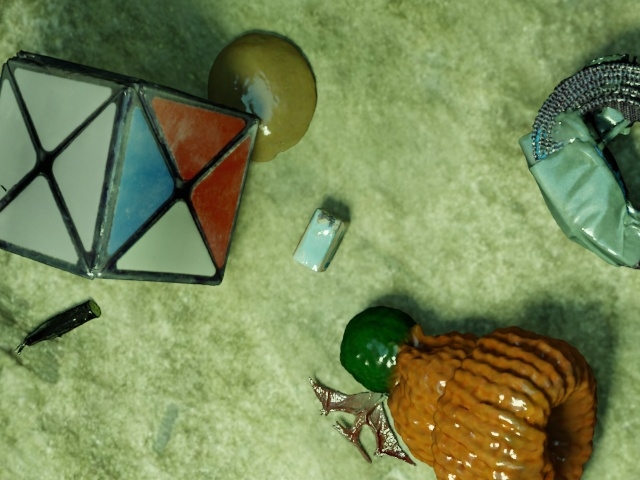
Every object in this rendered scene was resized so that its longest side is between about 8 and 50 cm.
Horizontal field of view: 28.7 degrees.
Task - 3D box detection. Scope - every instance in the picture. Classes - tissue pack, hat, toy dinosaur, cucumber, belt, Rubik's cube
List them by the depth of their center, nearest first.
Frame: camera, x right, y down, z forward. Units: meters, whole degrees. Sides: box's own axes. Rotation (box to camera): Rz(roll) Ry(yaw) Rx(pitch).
[{"bbox_3d":[0.454,-0.106,1.841,0.260,0.122,0.325,-32,83,6],"label":"belt"},{"bbox_3d":[0.187,0.249,1.843,0.400,0.285,0.285,12,92,27],"label":"hat"},{"bbox_3d":[-0.318,-0.108,1.947,0.310,0.307,0.305,14,94,35],"label":"Rubik's cube"},{"bbox_3d":[0.069,0.282,1.988,0.220,0.032,0.108,37,96,12],"label":"toy dinosaur"},{"bbox_3d":[0.000,0.000,1.995,0.058,0.074,0.094,27,95,8],"label":"tissue pack"},{"bbox_3d":[-0.451,0.150,2.143,0.163,0.043,0.039,-26,124,17],"label":"cucumber"}]

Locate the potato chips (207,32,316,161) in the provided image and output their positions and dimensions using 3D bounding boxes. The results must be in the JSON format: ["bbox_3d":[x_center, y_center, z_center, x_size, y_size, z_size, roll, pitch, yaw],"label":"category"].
[{"bbox_3d":[-0.105,-0.235,2.038,0.195,0.062,0.208,15,91,14],"label":"potato chips"}]
